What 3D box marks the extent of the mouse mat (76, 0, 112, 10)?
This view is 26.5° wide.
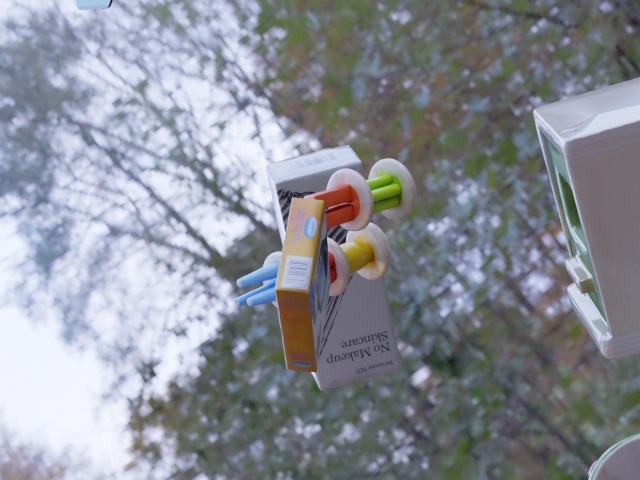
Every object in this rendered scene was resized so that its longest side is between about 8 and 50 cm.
[{"bbox_3d":[-0.285,-0.382,1.680,0.007,0.152,0.190,-5,-80,-26],"label":"mouse mat"}]

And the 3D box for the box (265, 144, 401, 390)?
[{"bbox_3d":[0.016,0.033,1.646,0.113,0.275,0.094,-15,19,-6],"label":"box"}]

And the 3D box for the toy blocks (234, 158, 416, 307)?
[{"bbox_3d":[0.000,0.000,1.113,0.148,0.054,0.123,-19,-39,-40],"label":"toy blocks"}]

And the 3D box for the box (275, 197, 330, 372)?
[{"bbox_3d":[-0.011,0.039,1.021,0.028,0.081,0.136,4,-33,8],"label":"box"}]

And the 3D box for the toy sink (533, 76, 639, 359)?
[{"bbox_3d":[0.254,0.005,1.041,0.131,0.234,0.153,-16,15,5],"label":"toy sink"}]

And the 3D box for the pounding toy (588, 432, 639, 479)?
[{"bbox_3d":[0.470,0.335,1.917,0.237,0.183,0.110,-37,8,-3],"label":"pounding toy"}]
